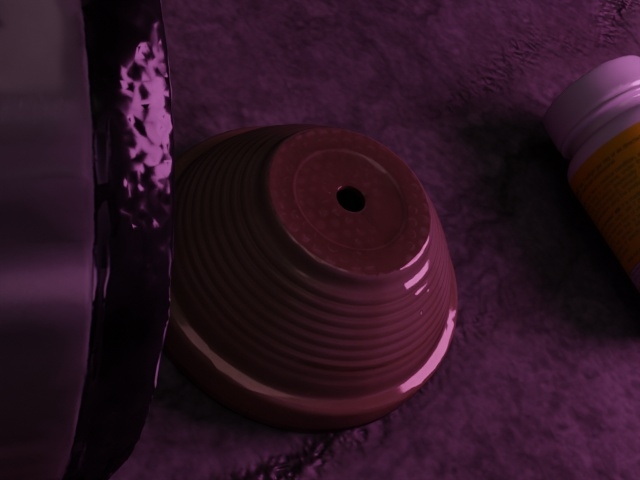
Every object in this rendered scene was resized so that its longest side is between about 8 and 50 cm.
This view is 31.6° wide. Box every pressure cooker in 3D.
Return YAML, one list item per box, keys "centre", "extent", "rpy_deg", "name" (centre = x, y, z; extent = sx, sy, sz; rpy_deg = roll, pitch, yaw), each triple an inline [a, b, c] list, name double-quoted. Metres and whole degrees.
- centre: [-0.306, -0.028, 0.486]
  extent: [0.420, 0.370, 0.376]
  rpy_deg: [-3, 104, -26]
  name: "pressure cooker"

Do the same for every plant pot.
- centre: [0.000, 0.000, 0.771]
  extent: [0.237, 0.110, 0.237]
  rpy_deg: [12, 53, -17]
  name: "plant pot"

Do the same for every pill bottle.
- centre: [0.276, -0.040, 0.920]
  extent: [0.119, 0.119, 0.208]
  rpy_deg: [-15, 66, -32]
  name: "pill bottle"
